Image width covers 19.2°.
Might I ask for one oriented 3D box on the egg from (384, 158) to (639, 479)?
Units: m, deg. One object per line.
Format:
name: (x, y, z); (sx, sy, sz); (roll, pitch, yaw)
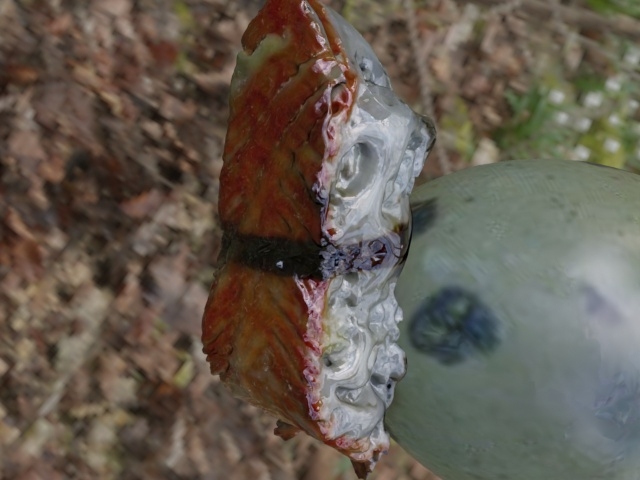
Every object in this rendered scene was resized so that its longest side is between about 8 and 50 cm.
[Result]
egg: (0.219, 0.092, 1.796); (0.428, 0.345, 0.345); (17, 101, -20)

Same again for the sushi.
sushi: (0.000, 0.000, 1.283); (0.130, 0.124, 0.332); (-6, 108, -48)
